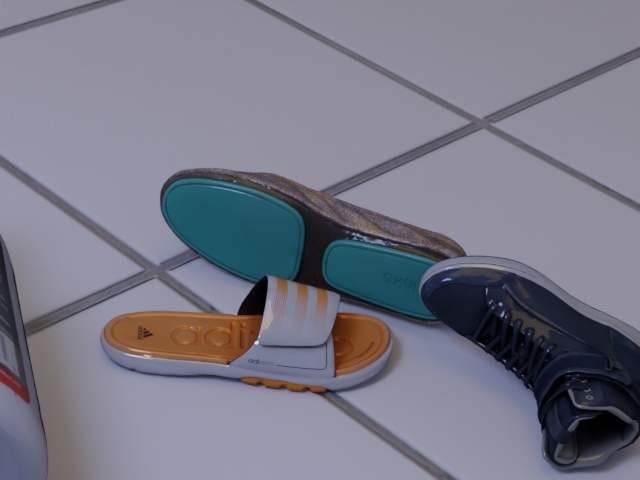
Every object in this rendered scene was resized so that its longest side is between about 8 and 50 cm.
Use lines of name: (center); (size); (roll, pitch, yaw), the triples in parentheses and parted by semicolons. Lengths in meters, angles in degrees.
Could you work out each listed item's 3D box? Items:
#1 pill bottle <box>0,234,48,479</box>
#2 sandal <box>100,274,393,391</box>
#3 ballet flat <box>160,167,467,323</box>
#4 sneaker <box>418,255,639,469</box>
pill bottle: (-0.337, 0.077, 1.179); (0.210, 0.210, 0.363); (-4, 35, -16)
sandal: (-0.062, 0.075, 1.348); (0.265, 0.076, 0.102); (2, 34, -8)
ballet flat: (0.000, 0.000, 1.468); (0.316, 0.107, 0.106); (21, 24, 8)
sneaker: (0.183, 0.106, 1.315); (0.226, 0.086, 0.163); (23, 35, 1)
